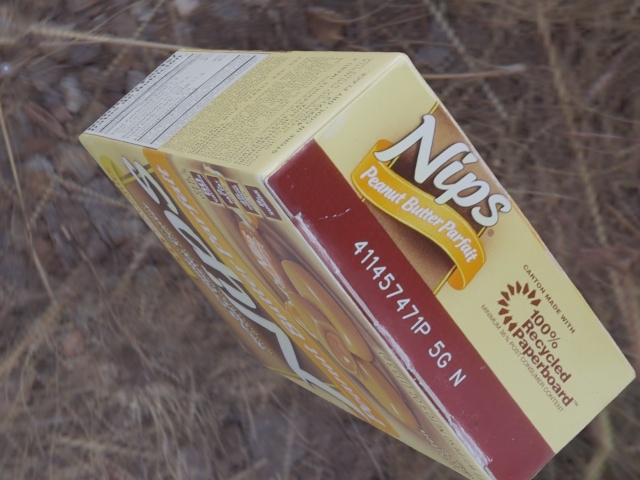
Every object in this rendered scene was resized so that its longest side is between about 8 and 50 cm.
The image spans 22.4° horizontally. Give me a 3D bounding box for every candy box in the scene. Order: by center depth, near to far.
[{"bbox_3d":[0.000,0.000,0.800,0.087,0.316,0.183,-41,109,-13],"label":"candy box"}]
